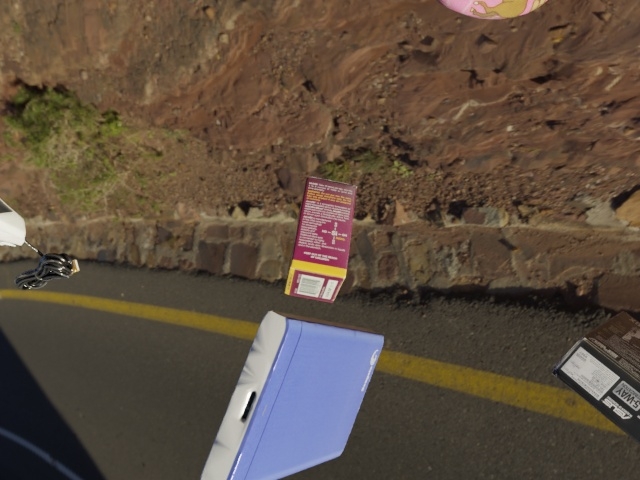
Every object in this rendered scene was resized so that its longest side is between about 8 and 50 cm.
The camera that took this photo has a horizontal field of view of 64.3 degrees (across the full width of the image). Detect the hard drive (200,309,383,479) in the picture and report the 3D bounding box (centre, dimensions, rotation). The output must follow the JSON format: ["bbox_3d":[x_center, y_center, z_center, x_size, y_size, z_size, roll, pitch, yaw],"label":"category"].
[{"bbox_3d":[-0.015,0.213,0.695,0.040,0.319,0.210,19,86,29],"label":"hard drive"}]

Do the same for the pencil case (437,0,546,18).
[{"bbox_3d":[0.139,-0.233,0.299,0.160,0.386,0.167,-38,100,15],"label":"pencil case"}]

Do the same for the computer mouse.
[{"bbox_3d":[-0.344,-0.016,0.522,0.106,0.042,0.193,-8,131,36],"label":"computer mouse"}]

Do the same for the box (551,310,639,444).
[{"bbox_3d":[0.517,0.240,0.722,0.307,0.243,0.076,42,119,31],"label":"box"}]

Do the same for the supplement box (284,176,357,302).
[{"bbox_3d":[0.000,0.000,0.409,0.055,0.043,0.083,106,173,-63],"label":"supplement box"}]
